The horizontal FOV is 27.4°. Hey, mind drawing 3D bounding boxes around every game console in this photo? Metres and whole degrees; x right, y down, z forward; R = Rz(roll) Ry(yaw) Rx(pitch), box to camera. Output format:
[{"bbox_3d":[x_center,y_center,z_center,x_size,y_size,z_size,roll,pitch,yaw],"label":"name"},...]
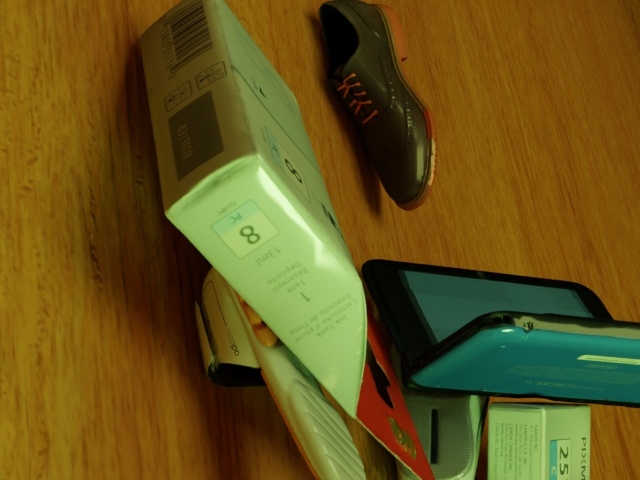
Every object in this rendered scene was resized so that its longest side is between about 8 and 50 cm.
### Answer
[{"bbox_3d":[0.222,0.064,1.288,0.293,0.250,0.173,6,65,-23],"label":"game console"}]

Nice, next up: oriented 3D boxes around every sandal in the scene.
[{"bbox_3d":[-0.052,0.103,1.036,0.102,0.076,0.265,39,21,-57],"label":"sandal"}]

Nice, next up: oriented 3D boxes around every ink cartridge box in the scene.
[{"bbox_3d":[0.000,0.000,1.124,0.385,0.091,0.308,49,12,-32],"label":"ink cartridge box"},{"bbox_3d":[0.245,0.315,1.355,0.261,0.066,0.296,11,80,-60],"label":"ink cartridge box"}]

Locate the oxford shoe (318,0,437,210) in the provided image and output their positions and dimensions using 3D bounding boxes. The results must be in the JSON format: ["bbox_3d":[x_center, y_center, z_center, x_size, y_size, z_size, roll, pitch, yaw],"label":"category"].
[{"bbox_3d":[0.057,-0.157,1.504,0.098,0.097,0.271,7,56,-39],"label":"oxford shoe"}]

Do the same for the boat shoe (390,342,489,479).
[{"bbox_3d":[0.116,0.176,1.321,0.302,0.109,0.094,-71,166,-56],"label":"boat shoe"}]
